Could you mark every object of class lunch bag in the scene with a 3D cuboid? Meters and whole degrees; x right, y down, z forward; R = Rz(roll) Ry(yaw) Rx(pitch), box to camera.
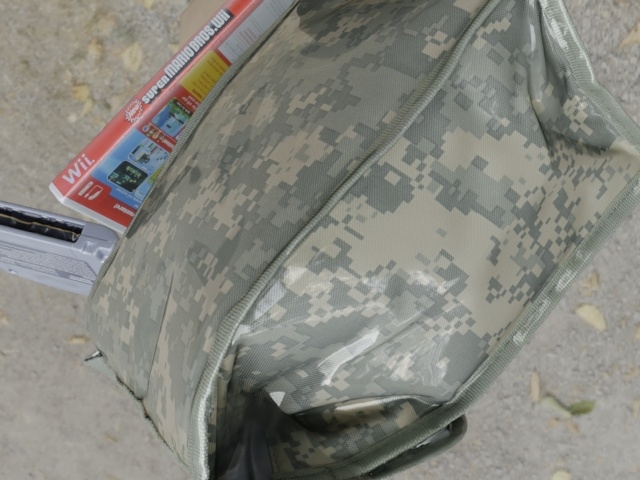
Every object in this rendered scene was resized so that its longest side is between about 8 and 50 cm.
[{"bbox_3d":[0.000,0.000,0.470,0.169,0.287,0.235,46,169,-28],"label":"lunch bag"}]

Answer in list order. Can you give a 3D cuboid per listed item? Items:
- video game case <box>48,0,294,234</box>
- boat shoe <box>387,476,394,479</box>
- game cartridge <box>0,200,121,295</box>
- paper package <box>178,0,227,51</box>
[{"bbox_3d":[-0.074,-0.110,0.725,0.285,0.204,0.025,-45,65,3],"label":"video game case"},{"bbox_3d":[-0.041,0.344,0.753,0.136,0.156,0.367,33,97,-22],"label":"boat shoe"},{"bbox_3d":[-0.416,0.017,1.270,0.294,0.060,0.196,13,150,12],"label":"game cartridge"},{"bbox_3d":[-0.061,-0.236,1.138,0.168,0.324,0.309,19,147,-35],"label":"paper package"}]
